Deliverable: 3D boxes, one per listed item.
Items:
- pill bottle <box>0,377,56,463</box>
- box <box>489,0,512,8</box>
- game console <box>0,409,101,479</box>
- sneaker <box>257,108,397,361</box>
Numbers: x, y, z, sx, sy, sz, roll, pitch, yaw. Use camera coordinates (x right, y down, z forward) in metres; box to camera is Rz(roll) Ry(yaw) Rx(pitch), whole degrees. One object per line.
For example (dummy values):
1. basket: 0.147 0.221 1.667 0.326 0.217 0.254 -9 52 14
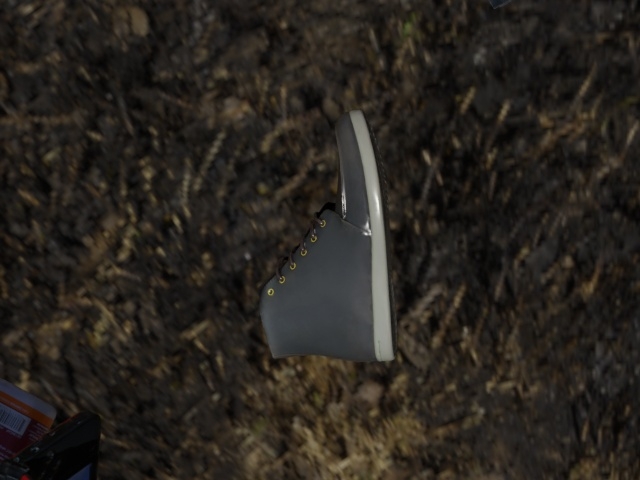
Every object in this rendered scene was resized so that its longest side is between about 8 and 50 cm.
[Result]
1. pill bottle: -0.313 0.202 1.337 0.086 0.086 0.152 24 77 20
2. box: 0.124 -0.250 0.809 0.220 0.051 0.175 -40 102 -39
3. game console: -0.134 0.187 0.804 0.085 0.124 0.144 19 114 21
4. sneaker: 0.000 0.000 1.267 0.118 0.083 0.222 -4 98 7
